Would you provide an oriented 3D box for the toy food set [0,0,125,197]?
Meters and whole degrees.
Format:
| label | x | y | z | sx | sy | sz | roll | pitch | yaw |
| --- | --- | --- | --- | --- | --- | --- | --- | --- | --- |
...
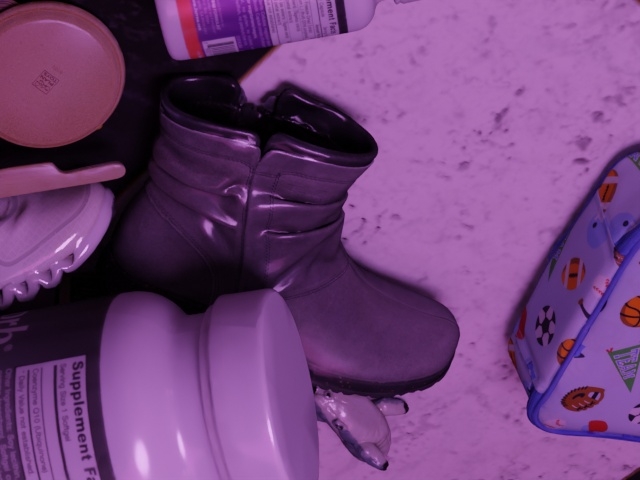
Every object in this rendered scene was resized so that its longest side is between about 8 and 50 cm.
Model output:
| label | x | y | z | sx | sy | sz | roll | pitch | yaw |
| --- | --- | --- | --- | --- | --- | --- | --- | --- | --- |
| toy food set | -0.216 | -0.129 | 1.294 | 0.132 | 0.038 | 0.192 | -8 | 122 | -9 |

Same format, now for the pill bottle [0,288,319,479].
| label | x | y | z | sx | sy | sz | roll | pitch | yaw |
| --- | --- | --- | --- | --- | --- | --- | --- | --- | --- |
| pill bottle | -0.196 | 0.154 | 1.327 | 0.363 | 0.210 | 0.210 | -11 | 134 | 10 |

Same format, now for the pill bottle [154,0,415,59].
| label | x | y | z | sx | sy | sz | roll | pitch | yaw |
| --- | --- | --- | --- | --- | --- | --- | --- | --- | --- |
| pill bottle | -0.021 | -0.196 | 1.203 | 0.193 | 0.108 | 0.108 | -10 | 134 | 1 |

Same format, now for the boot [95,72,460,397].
| label | x | y | z | sx | sy | sz | roll | pitch | yaw |
| --- | --- | --- | --- | --- | --- | --- | --- | --- | --- |
| boot | 0.000 | 0.000 | 1.390 | 0.338 | 0.118 | 0.222 | 14 | 128 | -21 |

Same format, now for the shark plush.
| label | x | y | z | sx | sy | sz | roll | pitch | yaw |
| --- | --- | --- | --- | --- | --- | --- | --- | --- | --- |
| shark plush | 0.010 | 0.170 | 1.601 | 0.161 | 0.073 | 0.067 | 27 | 155 | -35 |

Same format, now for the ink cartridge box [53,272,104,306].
| label | x | y | z | sx | sy | sz | roll | pitch | yaw |
| --- | --- | --- | --- | --- | --- | --- | --- | --- | --- |
| ink cartridge box | -0.156 | 0.145 | 1.527 | 0.193 | 0.088 | 0.234 | 6 | 132 | -12 |

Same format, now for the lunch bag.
| label | x | y | z | sx | sy | sz | roll | pitch | yaw |
| --- | --- | --- | --- | --- | --- | --- | --- | --- | --- |
| lunch bag | 0.322 | 0.056 | 1.494 | 0.243 | 0.115 | 0.303 | 10 | 132 | -20 |

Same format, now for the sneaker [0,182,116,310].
| label | x | y | z | sx | sy | sz | roll | pitch | yaw |
| --- | --- | --- | --- | --- | --- | --- | --- | --- | --- |
| sneaker | -0.310 | -0.003 | 1.357 | 0.292 | 0.110 | 0.118 | -15 | 125 | 6 |
